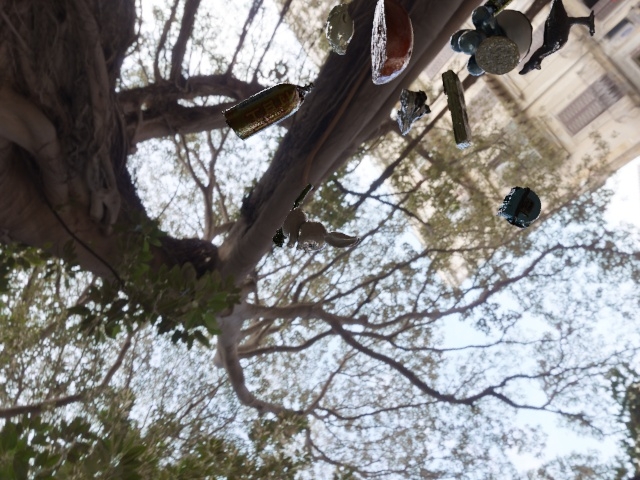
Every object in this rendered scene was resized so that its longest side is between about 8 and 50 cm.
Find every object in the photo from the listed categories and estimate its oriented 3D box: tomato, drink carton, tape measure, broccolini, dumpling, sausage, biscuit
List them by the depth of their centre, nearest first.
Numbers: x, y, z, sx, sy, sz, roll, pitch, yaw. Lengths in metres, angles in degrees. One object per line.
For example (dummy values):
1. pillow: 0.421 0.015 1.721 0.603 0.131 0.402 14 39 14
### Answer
1. drink carton: 0.504 -0.661 1.193 0.071 0.165 0.056 -39 -85 -16
2. biscuit: 0.462 -0.430 1.531 0.150 0.052 0.253 4 -104 -61
3. broccolini: -0.092 -0.085 1.534 0.051 0.239 0.054 33 -172 37
4. sausage: -0.162 -0.449 1.554 0.125 0.317 0.117 54 -166 -58
5. biscuit: 0.606 -0.632 1.575 0.152 0.152 0.020 33 -117 -10
6. tape measure: 0.708 -0.117 1.622 0.125 0.081 0.146 29 -94 -7
7. tomato: 0.298 -0.813 1.892 0.143 0.338 0.339 2 -126 -5
8. dumpling: 0.071 -0.894 1.937 0.111 0.181 0.155 4 -157 -45

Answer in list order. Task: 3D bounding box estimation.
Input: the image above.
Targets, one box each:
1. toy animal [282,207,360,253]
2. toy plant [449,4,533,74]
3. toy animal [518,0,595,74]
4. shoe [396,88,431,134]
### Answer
1. toy animal: -0.002 0.000 1.353 0.220 0.104 0.131 24 -104 24
2. toy plant: 0.641 -0.764 1.766 0.332 0.247 0.247 -26 -105 -40
3. toy animal: 0.835 -0.747 1.575 0.205 0.368 0.081 18 -157 23
4. shoe: 0.286 -0.388 1.378 0.099 0.169 0.071 -12 -118 -5
